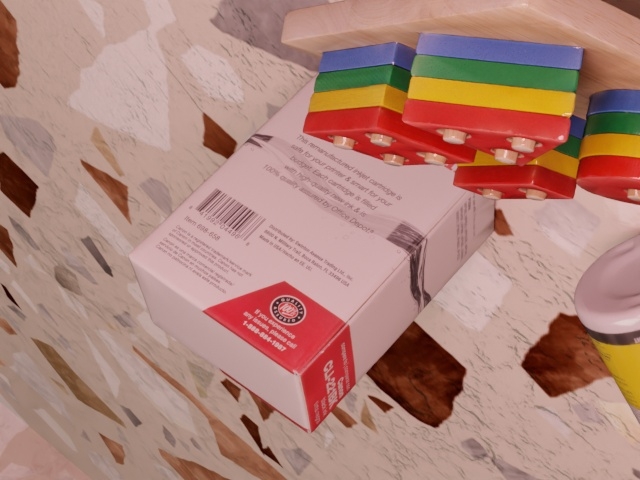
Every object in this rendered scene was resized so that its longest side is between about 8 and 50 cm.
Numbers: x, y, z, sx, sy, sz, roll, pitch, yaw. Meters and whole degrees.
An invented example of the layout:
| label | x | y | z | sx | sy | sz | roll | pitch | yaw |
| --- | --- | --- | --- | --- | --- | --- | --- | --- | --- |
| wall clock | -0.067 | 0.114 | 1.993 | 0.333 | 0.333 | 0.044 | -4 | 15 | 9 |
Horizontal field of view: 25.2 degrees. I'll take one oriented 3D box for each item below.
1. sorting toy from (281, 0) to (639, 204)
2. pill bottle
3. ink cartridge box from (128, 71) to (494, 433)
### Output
| label | x | y | z | sx | sy | sz | roll | pitch | yaw |
| --- | --- | --- | --- | --- | --- | --- | --- | --- | --- |
| sorting toy | 0.138 | -0.087 | 0.984 | 0.257 | 0.089 | 0.255 | 17 | 172 | -34 |
| pill bottle | 0.298 | 0.103 | 1.146 | 0.119 | 0.119 | 0.208 | 3 | 132 | 55 |
| ink cartridge box | 0.000 | 0.000 | 1.267 | 0.197 | 0.273 | 0.114 | 33 | 155 | 25 |
